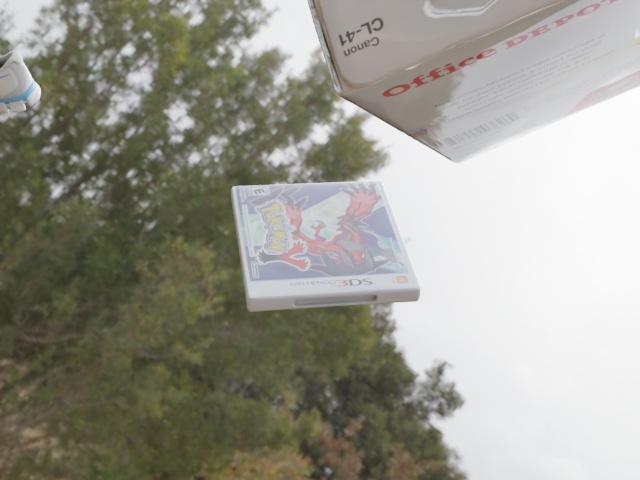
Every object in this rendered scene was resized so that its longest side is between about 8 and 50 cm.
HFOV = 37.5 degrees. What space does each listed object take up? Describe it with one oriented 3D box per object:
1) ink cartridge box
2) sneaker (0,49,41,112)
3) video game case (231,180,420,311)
[{"bbox_3d":[0.148,-0.178,0.748,0.306,0.226,0.131,15,56,-67],"label":"ink cartridge box"},{"bbox_3d":[-0.439,-0.201,1.131,0.083,0.191,0.071,87,-2,-48],"label":"sneaker"},{"bbox_3d":[0.000,0.000,1.050,0.201,0.183,0.023,-105,-165,-51],"label":"video game case"}]
